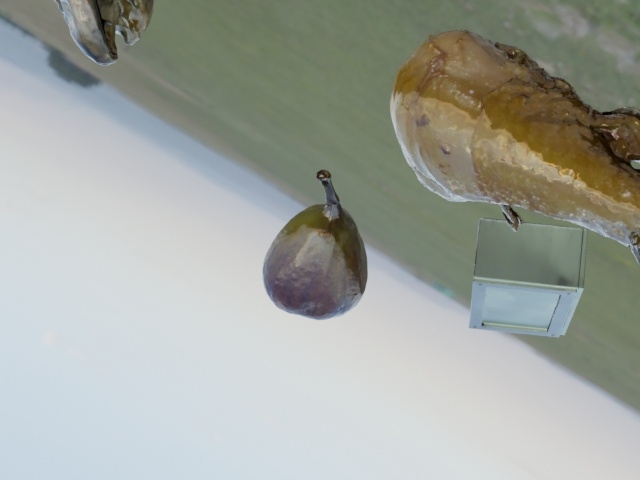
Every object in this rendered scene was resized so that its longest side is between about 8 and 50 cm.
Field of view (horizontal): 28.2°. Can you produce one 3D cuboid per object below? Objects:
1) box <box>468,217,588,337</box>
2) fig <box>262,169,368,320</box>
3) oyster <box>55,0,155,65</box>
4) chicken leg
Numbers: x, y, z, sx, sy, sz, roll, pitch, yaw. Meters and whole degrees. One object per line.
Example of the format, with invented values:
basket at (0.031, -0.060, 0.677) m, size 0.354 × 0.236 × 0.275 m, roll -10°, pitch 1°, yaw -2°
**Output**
box at (0.257, 0.051, 1.605) m, size 0.129 × 0.086 × 0.225 m, roll 6°, pitch 162°, yaw 7°
fig at (0.000, -0.001, 2.003) m, size 0.170 × 0.274 × 0.145 m, roll 12°, pitch -140°, yaw 3°
oyster at (-0.221, -0.298, 0.970) m, size 0.337 × 0.133 × 0.198 m, roll 55°, pitch -158°, yaw -28°
chicken leg at (0.118, -0.036, 0.625) m, size 0.207 × 0.085 × 0.101 m, roll 34°, pitch 172°, yaw 40°
